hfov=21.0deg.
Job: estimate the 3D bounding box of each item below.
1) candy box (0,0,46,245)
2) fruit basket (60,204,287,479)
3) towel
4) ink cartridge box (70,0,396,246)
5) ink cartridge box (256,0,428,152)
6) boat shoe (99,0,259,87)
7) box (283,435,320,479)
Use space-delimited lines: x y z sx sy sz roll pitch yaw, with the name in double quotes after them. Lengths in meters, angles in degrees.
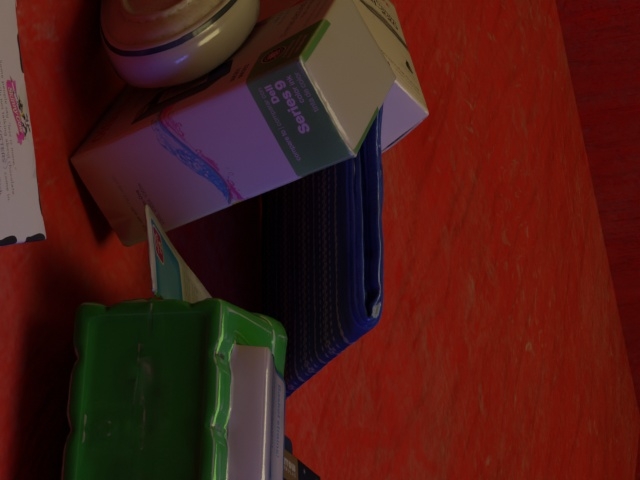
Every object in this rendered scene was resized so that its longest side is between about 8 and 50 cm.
-0.245 -0.071 1.019 0.196 0.070 0.165 -10 93 -71 "candy box"
-0.079 0.188 1.292 0.353 0.165 0.327 56 32 -60 "fruit basket"
0.000 0.000 1.516 0.336 0.040 0.243 131 -39 -68 "towel"
-0.066 -0.095 1.332 0.093 0.212 0.154 59 27 -18 "ink cartridge box"
0.009 -0.197 1.653 0.158 0.092 0.218 43 19 -31 "ink cartridge box"
-0.117 -0.278 1.386 0.367 0.136 0.156 -80 156 -49 "boat shoe"
-0.038 0.273 1.588 0.136 0.036 0.225 49 37 -60 "box"
